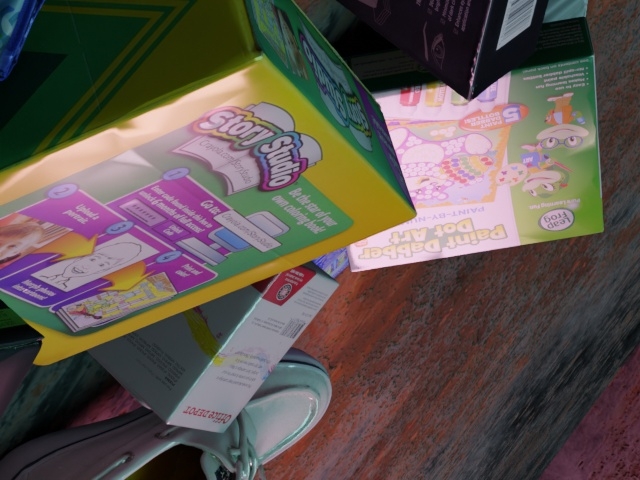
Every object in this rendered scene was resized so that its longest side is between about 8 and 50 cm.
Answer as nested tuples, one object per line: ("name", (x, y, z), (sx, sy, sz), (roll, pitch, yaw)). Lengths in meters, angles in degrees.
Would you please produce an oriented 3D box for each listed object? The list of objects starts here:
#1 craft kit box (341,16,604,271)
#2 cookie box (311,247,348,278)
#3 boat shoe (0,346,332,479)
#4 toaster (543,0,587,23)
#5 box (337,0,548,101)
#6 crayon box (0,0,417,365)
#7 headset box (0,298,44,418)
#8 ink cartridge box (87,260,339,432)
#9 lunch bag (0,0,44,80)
("craft kit box", (0.128, -0.082, 1.639), (0.250, 0.061, 0.246), (-10, 143, 4))
("cookie box", (0.000, 0.000, 1.784), (0.092, 0.040, 0.107), (-43, 157, -21))
("boat shoe", (-0.111, 0.207, 1.642), (0.367, 0.156, 0.136), (-17, 122, -35))
("toaster", (0.164, -0.176, 1.709), (0.146, 0.129, 0.227), (-40, 153, -32))
("box", (0.104, -0.228, 1.460), (0.093, 0.158, 0.156), (-37, 155, -30))
("crayon box", (-0.134, -0.044, 1.176), (0.313, 0.106, 0.363), (-23, 162, 10))
("headset box", (-0.316, 0.038, 0.887), (0.131, 0.283, 0.246), (-58, 157, 19))
("ink cartridge box", (-0.100, 0.060, 1.563), (0.176, 0.127, 0.128), (-53, 158, 4))
("lunch bag", (-0.210, -0.173, 0.967), (0.096, 0.129, 0.151), (-35, 153, -35))
